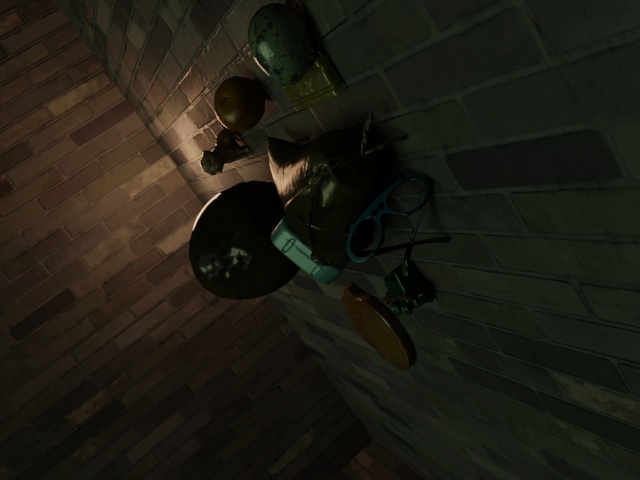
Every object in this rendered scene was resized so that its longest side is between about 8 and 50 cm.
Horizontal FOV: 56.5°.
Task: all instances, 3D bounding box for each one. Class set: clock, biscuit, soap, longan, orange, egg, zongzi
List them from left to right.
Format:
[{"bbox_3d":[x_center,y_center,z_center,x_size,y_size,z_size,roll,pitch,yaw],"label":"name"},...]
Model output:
[{"bbox_3d":[-0.229,-0.393,1.722,0.159,0.158,0.136,43,-157,26],"label":"orange"},{"bbox_3d":[-0.245,-0.004,2.103,0.404,0.436,0.403,42,-153,-27],"label":"longan"},{"bbox_3d":[-0.084,-0.416,1.271,0.132,0.132,0.172,28,142,55],"label":"egg"},{"bbox_3d":[-0.041,-0.220,1.466,0.467,0.218,0.499,51,162,20],"label":"zongzi"},{"bbox_3d":[-0.024,-0.366,1.399,0.092,0.037,0.252,55,163,-16],"label":"soap"},{"bbox_3d":[-0.003,-0.013,1.733,0.224,0.274,0.094,41,122,-1],"label":"clock"},{"bbox_3d":[0.209,0.334,2.237,0.365,0.062,0.385,38,159,41],"label":"biscuit"}]

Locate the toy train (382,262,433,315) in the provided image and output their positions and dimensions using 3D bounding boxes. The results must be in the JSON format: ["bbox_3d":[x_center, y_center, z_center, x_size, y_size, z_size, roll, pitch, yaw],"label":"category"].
[{"bbox_3d":[0.238,0.136,1.689,0.136,0.091,0.228,63,165,-1],"label":"toy train"}]

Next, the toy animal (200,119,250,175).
[{"bbox_3d":[-0.380,-0.335,2.168,0.183,0.185,0.104,50,165,7],"label":"toy animal"}]

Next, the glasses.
[{"bbox_3d":[0.191,-0.014,1.316,0.207,0.239,0.102,38,-167,-15],"label":"glasses"}]
